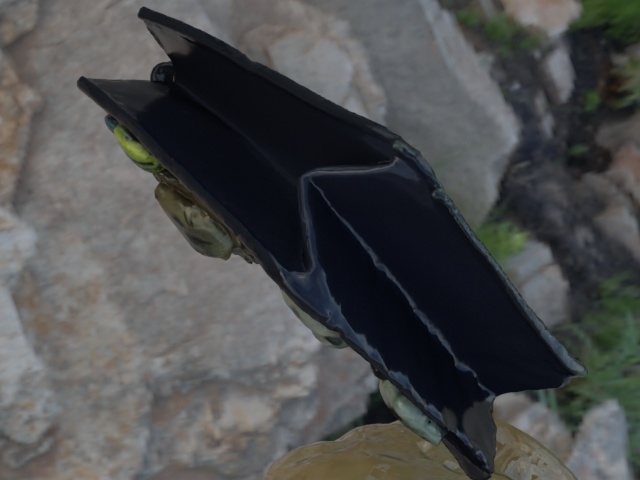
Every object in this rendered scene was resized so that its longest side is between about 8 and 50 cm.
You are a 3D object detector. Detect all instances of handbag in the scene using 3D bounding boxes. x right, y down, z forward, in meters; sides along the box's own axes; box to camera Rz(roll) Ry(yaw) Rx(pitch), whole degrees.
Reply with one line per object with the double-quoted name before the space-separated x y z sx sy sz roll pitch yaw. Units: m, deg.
"handbag" 0.000 0.000 1.116 0.122 0.329 0.303 -49 136 -5

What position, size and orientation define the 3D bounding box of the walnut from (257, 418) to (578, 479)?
"walnut" 0.095 0.323 1.386 0.381 0.381 0.381 10 74 -36
